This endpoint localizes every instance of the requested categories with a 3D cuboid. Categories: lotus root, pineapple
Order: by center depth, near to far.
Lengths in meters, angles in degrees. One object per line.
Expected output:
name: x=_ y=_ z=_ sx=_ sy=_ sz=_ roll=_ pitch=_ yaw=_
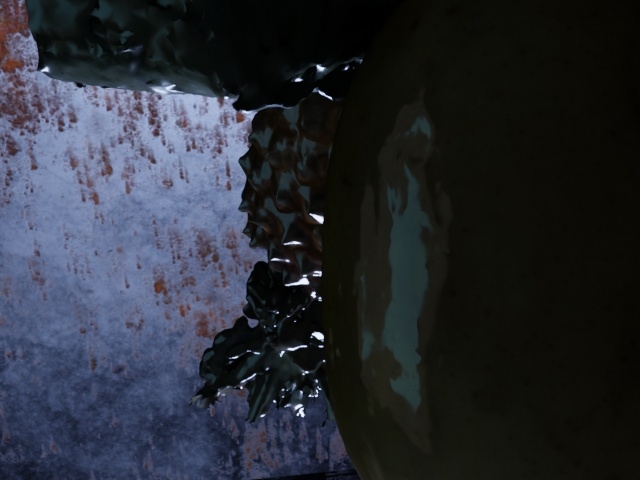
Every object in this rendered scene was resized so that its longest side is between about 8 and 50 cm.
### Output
lotus root: x=0.084 y=-0.027 z=0.602 sx=0.183 sy=0.182 sz=0.310 roll=-116 pitch=27 yaw=-87
pineapple: x=0.000 y=0.000 z=1.082 sx=0.361 sy=0.175 sz=0.175 roll=122 pitch=152 yaw=-42

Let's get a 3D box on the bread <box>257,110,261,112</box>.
bread: x=0.045 y=-0.090 z=1.304 sx=0.358 sy=0.204 sz=0.337 roll=82 pitch=-173 yaw=-68

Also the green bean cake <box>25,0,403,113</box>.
green bean cake: x=-0.015 y=-0.189 z=0.676 sx=0.241 sy=0.132 sz=0.255 roll=-11 pitch=-74 yaw=-58
